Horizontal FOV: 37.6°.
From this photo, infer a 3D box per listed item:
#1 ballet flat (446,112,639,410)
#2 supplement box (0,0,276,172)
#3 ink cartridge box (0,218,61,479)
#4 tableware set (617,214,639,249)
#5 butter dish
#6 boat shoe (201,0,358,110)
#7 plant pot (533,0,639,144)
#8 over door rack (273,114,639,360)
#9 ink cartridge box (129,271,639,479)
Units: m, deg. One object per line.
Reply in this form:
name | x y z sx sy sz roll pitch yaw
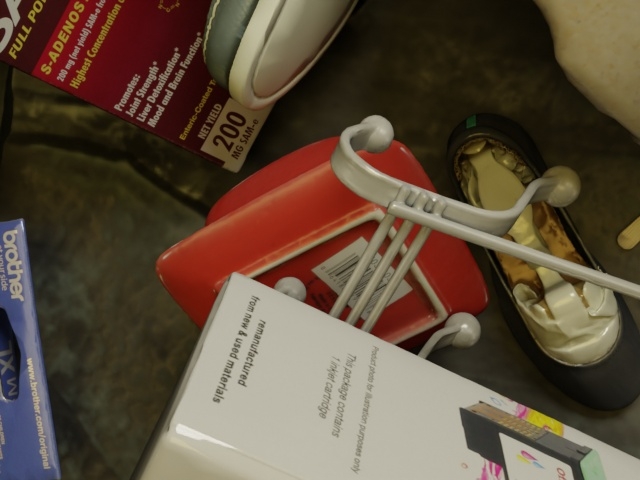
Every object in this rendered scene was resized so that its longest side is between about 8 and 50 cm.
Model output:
ballet flat | 0.132 0.016 0.564 0.074 0.074 0.203 -27 86 13
supplement box | -0.125 -0.149 0.545 0.239 0.073 0.130 24 100 -33
ink cartridge box | -0.327 0.091 0.680 0.311 0.065 0.186 -8 90 16
tableware set | 0.284 -0.027 0.542 0.128 0.039 0.194 43 101 9
butter dish | 0.000 0.000 0.577 0.160 0.118 0.160 -27 130 11
boat shoe | -0.003 -0.229 0.517 0.099 0.116 0.319 23 90 13
plant pot | 0.211 -0.217 0.435 0.305 0.334 0.334 -41 82 23
over door rack | 0.115 0.093 0.512 0.324 0.108 0.239 24 123 -4
ink cartridge box | 0.037 0.172 0.441 0.278 0.117 0.201 25 121 -5
